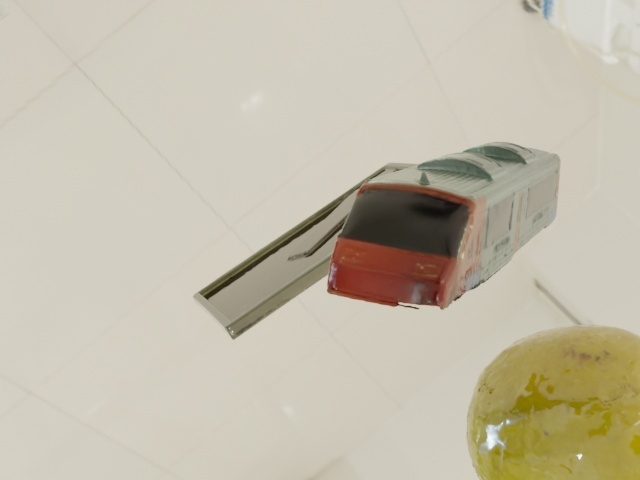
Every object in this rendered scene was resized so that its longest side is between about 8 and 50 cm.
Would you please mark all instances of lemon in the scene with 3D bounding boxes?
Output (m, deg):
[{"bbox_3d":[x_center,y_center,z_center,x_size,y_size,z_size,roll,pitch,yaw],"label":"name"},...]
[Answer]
[{"bbox_3d":[0.327,0.231,1.181,0.310,0.258,0.258,-13,154,33],"label":"lemon"}]

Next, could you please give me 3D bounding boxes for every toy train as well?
[{"bbox_3d":[0.115,-0.027,0.752,0.409,0.086,0.089,-20,117,-66],"label":"toy train"}]

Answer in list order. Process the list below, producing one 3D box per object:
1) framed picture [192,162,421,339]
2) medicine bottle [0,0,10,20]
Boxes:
[{"bbox_3d":[0.000,0.000,1.033,0.289,0.213,0.016,-35,104,-11],"label":"framed picture"},{"bbox_3d":[-0.443,-0.325,1.018,0.139,0.139,0.237,-31,113,-10],"label":"medicine bottle"}]
